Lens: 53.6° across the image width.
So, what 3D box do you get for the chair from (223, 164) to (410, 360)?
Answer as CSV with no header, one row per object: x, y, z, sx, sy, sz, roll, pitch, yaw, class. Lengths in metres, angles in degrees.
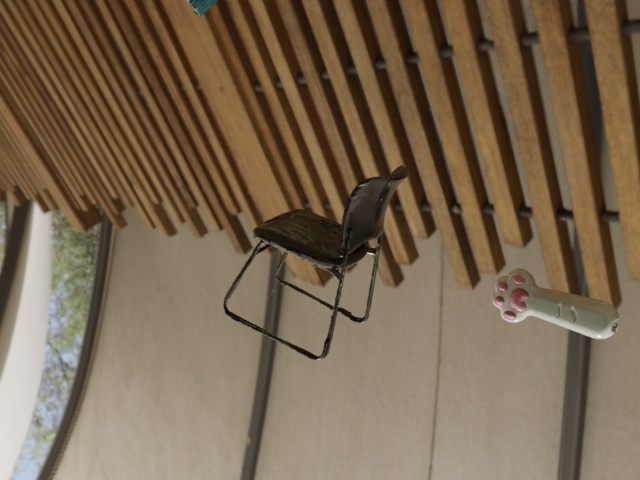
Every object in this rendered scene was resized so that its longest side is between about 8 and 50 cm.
0.000,0.000,0.746,0.145,0.221,0.140,25,-157,18,chair

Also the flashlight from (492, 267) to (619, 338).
0.381,0.110,1.037,0.200,0.093,0.047,17,-164,30,flashlight

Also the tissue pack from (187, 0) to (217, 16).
-0.078,-0.193,0.309,0.085,0.138,0.028,-45,-167,-5,tissue pack
